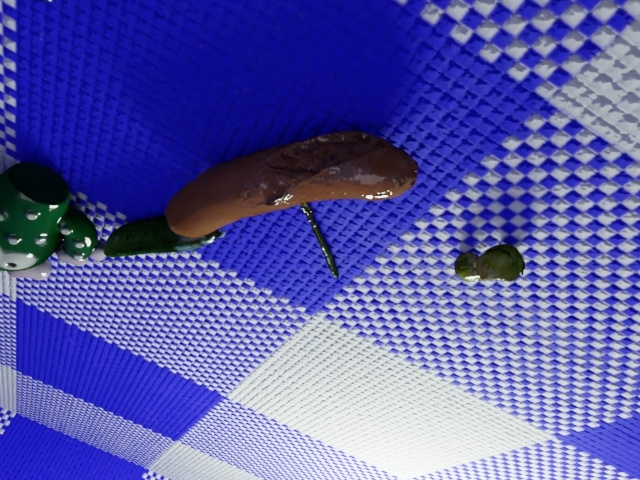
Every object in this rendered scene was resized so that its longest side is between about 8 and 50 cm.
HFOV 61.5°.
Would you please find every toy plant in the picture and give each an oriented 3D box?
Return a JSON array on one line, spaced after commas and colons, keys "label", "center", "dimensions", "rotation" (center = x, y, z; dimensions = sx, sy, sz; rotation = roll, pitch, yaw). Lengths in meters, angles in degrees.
[{"label": "toy plant", "center": [-0.462, -0.021, 0.810], "dimensions": [0.243, 0.112, 0.232], "rotation": [-14, 138, 15]}]

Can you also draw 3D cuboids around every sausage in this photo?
[{"label": "sausage", "center": [-0.049, -0.064, 0.613], "dimensions": [0.327, 0.079, 0.087], "rotation": [-10, 122, 30]}]

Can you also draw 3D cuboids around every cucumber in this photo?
[{"label": "cucumber", "center": [-0.231, -0.007, 0.779], "dimensions": [0.250, 0.056, 0.056], "rotation": [-6, 135, 29]}]

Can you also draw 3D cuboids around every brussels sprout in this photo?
[{"label": "brussels sprout", "center": [0.197, 0.032, 0.642], "dimensions": [0.083, 0.046, 0.051], "rotation": [-17, 170, 37]}]

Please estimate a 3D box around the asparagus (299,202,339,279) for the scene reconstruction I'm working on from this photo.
[{"label": "asparagus", "center": [0.000, 0.000, 0.719], "dimensions": [0.016, 0.013, 0.166], "rotation": [-8, 135, 16]}]
